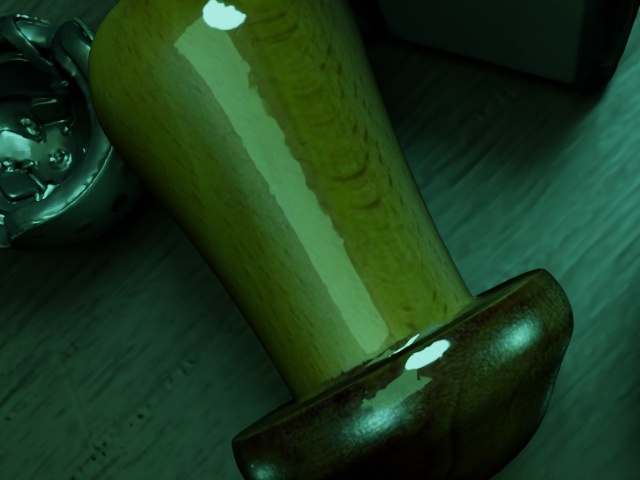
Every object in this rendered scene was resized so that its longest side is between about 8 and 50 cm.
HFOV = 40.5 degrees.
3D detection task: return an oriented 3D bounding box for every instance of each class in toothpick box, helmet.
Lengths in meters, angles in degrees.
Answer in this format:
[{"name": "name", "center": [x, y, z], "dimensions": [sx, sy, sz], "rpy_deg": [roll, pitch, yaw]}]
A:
[{"name": "toothpick box", "center": [0.000, 0.000, 0.467], "dimensions": [0.192, 0.192, 0.294], "rpy_deg": [-31, 83, 6]}, {"name": "helmet", "center": [-0.180, -0.063, 0.581], "dimensions": [0.176, 0.107, 0.153], "rpy_deg": [9, 84, 33]}]

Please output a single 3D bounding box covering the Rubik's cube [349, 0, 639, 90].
[{"name": "Rubik's cube", "center": [0.059, -0.303, 0.457], "dimensions": [0.316, 0.318, 0.314], "rpy_deg": [19, 85, 14]}]
